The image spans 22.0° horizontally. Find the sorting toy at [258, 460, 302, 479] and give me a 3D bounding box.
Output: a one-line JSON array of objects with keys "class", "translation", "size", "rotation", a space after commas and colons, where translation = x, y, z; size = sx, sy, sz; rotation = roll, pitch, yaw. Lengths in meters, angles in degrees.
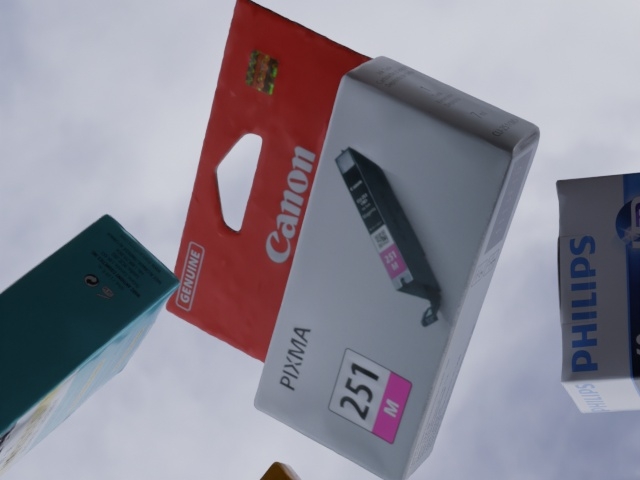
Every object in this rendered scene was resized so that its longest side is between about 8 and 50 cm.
[{"class": "sorting toy", "translation": [-0.075, 0.332, 1.237], "size": [0.307, 0.041, 0.229], "rotation": [-52, -128, 11]}]

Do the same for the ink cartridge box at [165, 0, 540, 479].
[{"class": "ink cartridge box", "translation": [0.000, 0.000, 1.135], "size": [0.239, 0.275, 0.060], "rotation": [26, -149, 19]}]

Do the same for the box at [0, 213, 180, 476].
[{"class": "box", "translation": [-0.180, 0.087, 0.857], "size": [0.060, 0.100, 0.244], "rotation": [42, -135, 5]}]

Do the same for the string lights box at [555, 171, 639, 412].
[{"class": "string lights box", "translation": [0.274, 0.024, 0.973], "size": [0.259, 0.077, 0.133], "rotation": [-5, -112, 19]}]
